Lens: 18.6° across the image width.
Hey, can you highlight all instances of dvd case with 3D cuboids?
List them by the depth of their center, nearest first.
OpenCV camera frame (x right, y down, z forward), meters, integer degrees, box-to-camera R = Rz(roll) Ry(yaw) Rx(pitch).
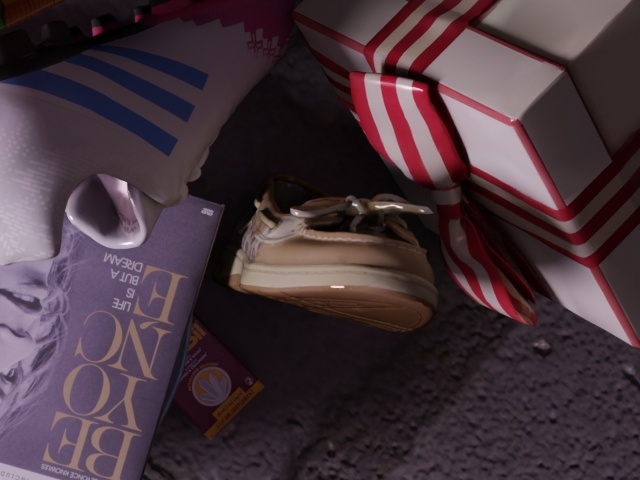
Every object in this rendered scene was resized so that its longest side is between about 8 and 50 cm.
[{"bbox_3d":[-0.171,0.058,1.248,0.164,0.018,0.221,17,86,-7],"label":"dvd case"}]

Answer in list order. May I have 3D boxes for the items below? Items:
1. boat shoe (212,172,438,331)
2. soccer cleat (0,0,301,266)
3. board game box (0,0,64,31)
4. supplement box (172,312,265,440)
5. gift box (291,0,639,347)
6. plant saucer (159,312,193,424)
[{"bbox_3d":[0.000,0.000,1.230,0.105,0.285,0.089,17,87,-21],"label":"boat shoe"},{"bbox_3d":[-0.114,-0.075,1.219,0.331,0.116,0.143,-26,100,-52],"label":"soccer cleat"},{"bbox_3d":[-0.372,-0.217,1.016,0.356,0.356,0.356,-20,100,10],"label":"board game box"},{"bbox_3d":[-0.087,0.087,1.338,0.055,0.043,0.083,-45,104,-6],"label":"supplement box"},{"bbox_3d":[0.148,-0.102,1.278,0.258,0.276,0.255,-46,127,-13],"label":"gift box"},{"bbox_3d":[-0.242,0.041,1.269,0.318,0.044,0.317,0,87,-7],"label":"plant saucer"}]
